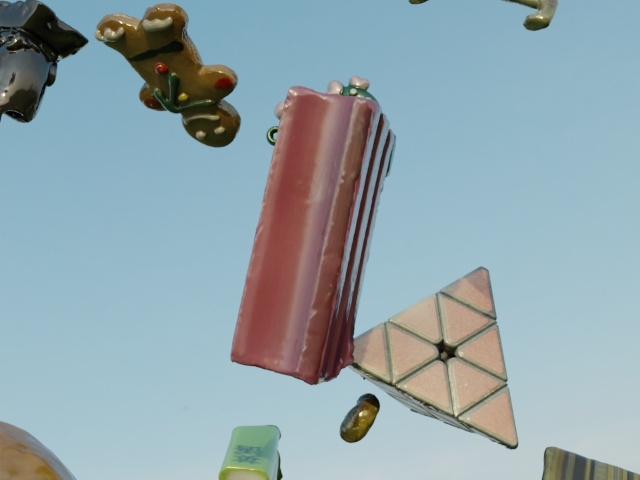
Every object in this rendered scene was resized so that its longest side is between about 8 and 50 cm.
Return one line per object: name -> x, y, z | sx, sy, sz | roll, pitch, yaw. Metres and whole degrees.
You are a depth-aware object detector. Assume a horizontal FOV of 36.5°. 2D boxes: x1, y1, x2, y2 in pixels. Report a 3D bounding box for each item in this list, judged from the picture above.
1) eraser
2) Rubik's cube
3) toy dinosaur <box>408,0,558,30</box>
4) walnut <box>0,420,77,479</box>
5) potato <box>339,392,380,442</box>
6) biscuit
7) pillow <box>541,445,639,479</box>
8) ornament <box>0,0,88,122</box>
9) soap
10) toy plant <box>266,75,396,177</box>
eraser -> -0.111, 0.407, 1.484 | 0.092, 0.210, 0.274 | 5, 5, 1
Rubik's cube -> 0.185, 0.206, 1.564 | 0.228, 0.228, 0.233 | -16, 14, 21
toy dinosaur -> 0.167, -0.330, 1.117 | 0.294, 0.162, 0.077 | 16, -39, 11
walnut -> -0.465, 0.385, 1.127 | 0.398, 0.354, 0.308 | -8, -2, -17
potato -> 0.065, 0.283, 1.552 | 0.092, 0.045, 0.046 | -51, 1, -26
biscuit -> -0.238, -0.268, 1.648 | 0.197, 0.049, 0.301 | -5, -43, 31
pillow -> 0.388, 0.376, 1.282 | 0.212, 0.208, 0.052 | 17, -54, 10
ornament -> -0.462, -0.198, 1.302 | 0.251, 0.260, 0.106 | 11, -24, 41
soap -> 0.000, 0.000, 1.283 | 0.128, 0.359, 0.233 | 11, -4, 12
toy plant -> 0.017, -0.183, 1.804 | 0.243, 0.232, 0.112 | -14, -15, 2
